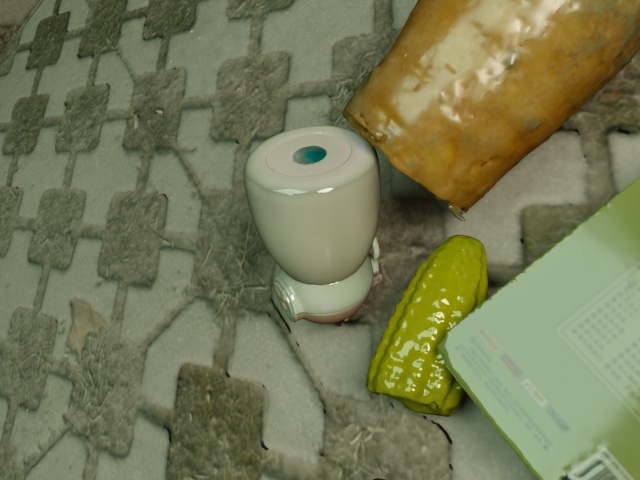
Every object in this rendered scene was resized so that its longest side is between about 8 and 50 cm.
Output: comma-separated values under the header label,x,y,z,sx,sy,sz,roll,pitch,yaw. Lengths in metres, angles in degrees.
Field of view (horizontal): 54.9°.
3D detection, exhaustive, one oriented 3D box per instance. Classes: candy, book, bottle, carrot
label,x,y,z,sx,sy,sz,roll,pitch,yaw
candy,0.126,0.084,0.661,0.106,0.094,0.199,14,76,36
book,0.304,0.075,0.525,0.352,0.035,0.239,-41,63,8
bottle,0.000,0.000,0.722,0.147,0.237,0.148,-5,37,4
carrot,0.199,-0.209,0.663,0.341,0.224,0.224,-51,48,13

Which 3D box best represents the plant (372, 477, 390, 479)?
label,x,y,z,sx,sy,sz,roll,pitch,yaw
plant,0.100,0.303,0.541,0.129,0.132,0.194,-43,30,-21
